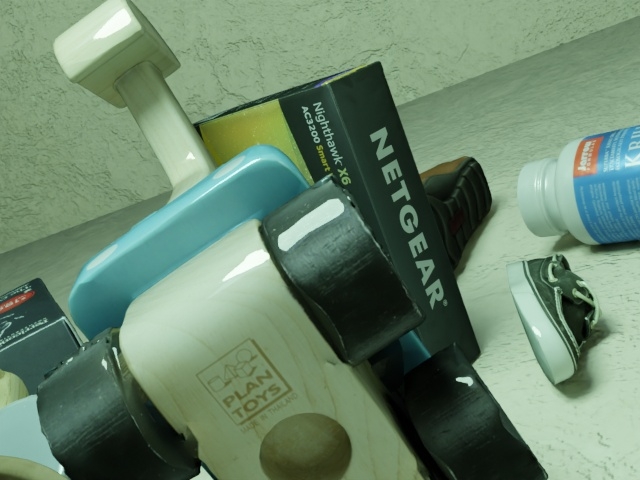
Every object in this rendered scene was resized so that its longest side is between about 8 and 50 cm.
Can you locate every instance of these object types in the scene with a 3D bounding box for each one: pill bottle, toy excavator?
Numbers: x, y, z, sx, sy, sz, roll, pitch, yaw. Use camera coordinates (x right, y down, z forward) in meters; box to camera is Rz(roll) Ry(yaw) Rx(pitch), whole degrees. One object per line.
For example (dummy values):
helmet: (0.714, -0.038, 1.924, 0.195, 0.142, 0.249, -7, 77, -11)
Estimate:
pill bottle: (0.335, -0.061, 0.884, 0.221, 0.124, 0.124, -10, 21, 42)
toy excavator: (-0.078, 0.013, 0.650, 0.222, 0.433, 0.445, -35, 18, 2)

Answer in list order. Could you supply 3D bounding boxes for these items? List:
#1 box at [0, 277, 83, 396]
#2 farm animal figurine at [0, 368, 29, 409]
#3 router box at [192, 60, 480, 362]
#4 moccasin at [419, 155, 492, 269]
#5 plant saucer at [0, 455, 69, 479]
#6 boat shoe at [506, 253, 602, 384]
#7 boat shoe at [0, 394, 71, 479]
box: (-0.447, 0.219, 0.999, 0.343, 0.179, 0.312, -30, 18, -19)
farm animal figurine: (-0.328, 0.271, 0.677, 0.326, 0.172, 0.330, 17, 53, 40)
router box: (0.000, 0.000, 0.825, 0.242, 0.309, 0.081, -8, 18, 46)
moccasin: (0.106, -0.020, 1.055, 0.147, 0.139, 0.380, -16, 17, 30)
plant saucer: (-0.201, 0.241, 0.388, 0.277, 0.041, 0.278, -14, 48, 17)
boat shoe: (0.218, 0.058, 0.748, 0.070, 0.078, 0.219, -21, 14, 13)
boat shoe: (-0.184, 0.289, 0.480, 0.135, 0.156, 0.367, -13, 47, 19)
